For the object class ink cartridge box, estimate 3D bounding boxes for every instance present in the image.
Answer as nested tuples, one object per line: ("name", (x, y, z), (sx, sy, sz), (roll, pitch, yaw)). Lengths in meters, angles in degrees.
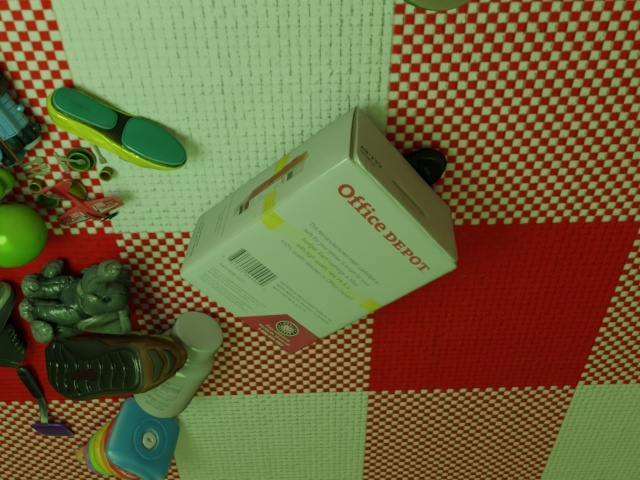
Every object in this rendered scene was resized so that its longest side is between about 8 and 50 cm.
("ink cartridge box", (0.000, 0.000, 1.116), (0.385, 0.160, 0.279), (-31, 122, 29))

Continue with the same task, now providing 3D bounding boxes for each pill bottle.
("pill bottle", (-0.296, 0.257, 1.364), (0.131, 0.131, 0.229), (22, 126, -19))

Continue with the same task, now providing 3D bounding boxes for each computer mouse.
("computer mouse", (0.107, -0.103, 1.148), (0.242, 0.041, 0.071), (-19, 127, 22))

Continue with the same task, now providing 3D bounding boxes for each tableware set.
("tableware set", (-0.434, -0.106, 1.126), (0.154, 0.024, 0.104), (-14, 129, 9))

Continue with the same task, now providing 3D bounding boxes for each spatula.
("spatula", (-0.654, 0.385, 1.520), (0.084, 0.030, 0.296), (0, 130, 1))

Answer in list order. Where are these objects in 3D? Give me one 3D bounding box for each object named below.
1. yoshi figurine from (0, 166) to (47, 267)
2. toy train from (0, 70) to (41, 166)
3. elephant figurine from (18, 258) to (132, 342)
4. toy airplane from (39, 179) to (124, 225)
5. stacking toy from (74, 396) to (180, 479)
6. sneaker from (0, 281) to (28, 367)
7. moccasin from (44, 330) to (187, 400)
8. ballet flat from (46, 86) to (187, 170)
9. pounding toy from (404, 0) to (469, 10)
("yoshi figurine", (-0.607, 0.029, 1.130), (0.362, 0.203, 0.203), (-39, 146, 28))
("toy train", (-0.516, -0.198, 1.012), (0.105, 0.080, 0.184), (-23, 127, 8))
("elephant figurine", (-0.416, 0.108, 1.210), (0.239, 0.186, 0.169), (-10, 105, 15))
("toy airplane", (-0.422, -0.065, 1.135), (0.151, 0.028, 0.151), (-4, 157, -2))
("stacking toy", (-0.503, 0.503, 1.570), (0.302, 0.165, 0.175), (-22, 130, 34))
("sneaker", (-0.641, 0.173, 1.329), (0.118, 0.083, 0.222), (18, 122, -40))
("moccasin", (-0.420, 0.238, 1.304), (0.380, 0.139, 0.147), (-16, 174, 36))
("ballet flat", (-0.330, -0.170, 1.054), (0.231, 0.077, 0.077), (26, 145, -18))
("pounding toy", (0.154, -0.411, 0.863), (0.237, 0.110, 0.183), (-33, 117, -13))
